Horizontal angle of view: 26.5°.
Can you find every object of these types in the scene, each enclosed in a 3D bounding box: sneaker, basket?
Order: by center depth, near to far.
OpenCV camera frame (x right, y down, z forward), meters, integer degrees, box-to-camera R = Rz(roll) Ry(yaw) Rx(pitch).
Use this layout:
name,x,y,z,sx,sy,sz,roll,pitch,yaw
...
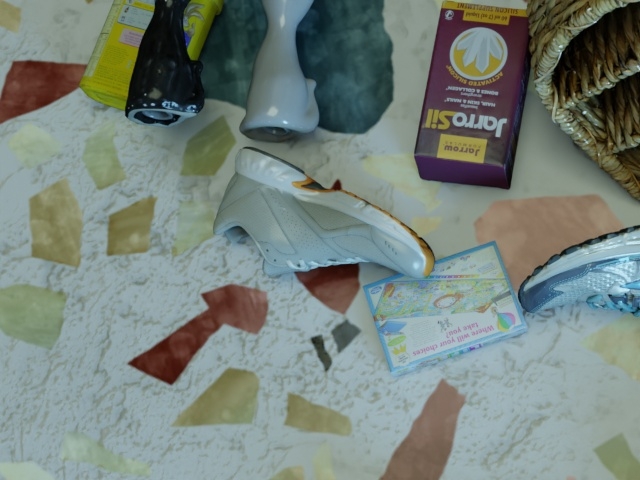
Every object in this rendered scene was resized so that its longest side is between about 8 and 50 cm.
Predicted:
name,x,y,z,sx,sy,sz,roll,pitch,yaw
basket,0.349,-0.188,1.343,0.213,0.299,0.223,10,70,-32
sneaker,0.346,0.042,1.400,0.283,0.110,0.122,-17,83,10
sneaker,0.000,0.000,1.493,0.262,0.099,0.121,26,87,25

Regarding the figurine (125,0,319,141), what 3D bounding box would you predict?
name,x,y,z,sx,sy,sz,roll,pitch,yaw
figurine,-0.103,-0.229,1.534,0.215,0.092,0.209,7,81,-13

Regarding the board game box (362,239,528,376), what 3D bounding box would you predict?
name,x,y,z,sx,sy,sz,roll,pitch,yaw
board game box,0.134,0.074,1.471,0.154,0.026,0.103,-19,71,5

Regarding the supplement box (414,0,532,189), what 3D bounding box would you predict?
name,x,y,z,sx,sy,sz,roll,pitch,yaw
supplement box,0.172,-0.160,1.505,0.104,0.081,0.188,8,76,13

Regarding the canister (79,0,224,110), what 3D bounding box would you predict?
name,x,y,z,sx,sy,sz,roll,pitch,yaw
canister,-0.199,-0.236,1.604,0.126,0.073,0.170,18,79,14
